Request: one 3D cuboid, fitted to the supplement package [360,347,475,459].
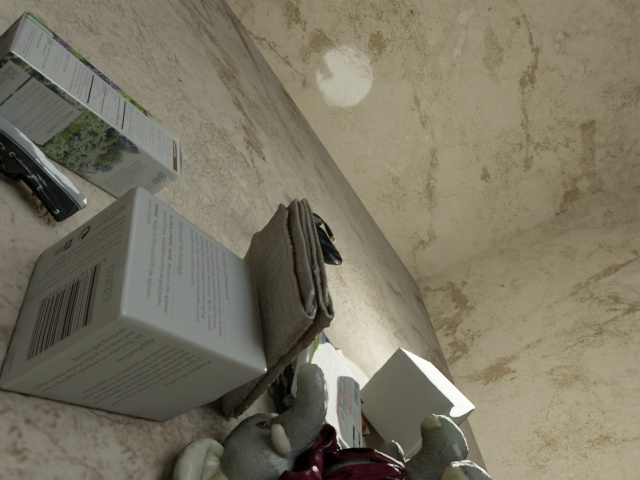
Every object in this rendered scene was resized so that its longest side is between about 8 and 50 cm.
[{"bbox_3d":[0.245,0.415,1.022,0.175,0.177,0.293,44,4,36],"label":"supplement package"}]

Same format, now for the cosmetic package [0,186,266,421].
[{"bbox_3d":[-0.176,0.077,0.425,0.184,0.151,0.152,45,22,-47],"label":"cosmetic package"}]

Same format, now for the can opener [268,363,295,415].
[{"bbox_3d":[-0.068,0.227,0.697,0.059,0.073,0.186,-8,65,-28],"label":"can opener"}]

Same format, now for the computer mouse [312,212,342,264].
[{"bbox_3d":[0.000,0.000,1.274,0.184,0.060,0.262,29,24,-55],"label":"computer mouse"}]

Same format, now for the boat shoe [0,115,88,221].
[{"bbox_3d":[-0.322,-0.081,0.437,0.142,0.049,0.040,50,57,-21],"label":"boat shoe"}]

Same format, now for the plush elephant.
[{"bbox_3d":[-0.005,0.279,0.476,0.255,0.330,0.272,42,5,16],"label":"plush elephant"}]

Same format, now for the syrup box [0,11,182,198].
[{"bbox_3d":[-0.302,-0.153,0.529,0.237,0.093,0.096,41,25,-50],"label":"syrup box"}]

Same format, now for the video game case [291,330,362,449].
[{"bbox_3d":[0.018,0.267,0.732,0.193,0.023,0.212,57,14,-15],"label":"video game case"}]

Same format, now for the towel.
[{"bbox_3d":[-0.078,0.093,0.532,0.049,0.282,0.187,13,42,-27],"label":"towel"}]

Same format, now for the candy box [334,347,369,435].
[{"bbox_3d":[0.031,0.318,0.841,0.109,0.053,0.187,34,30,-57],"label":"candy box"}]
